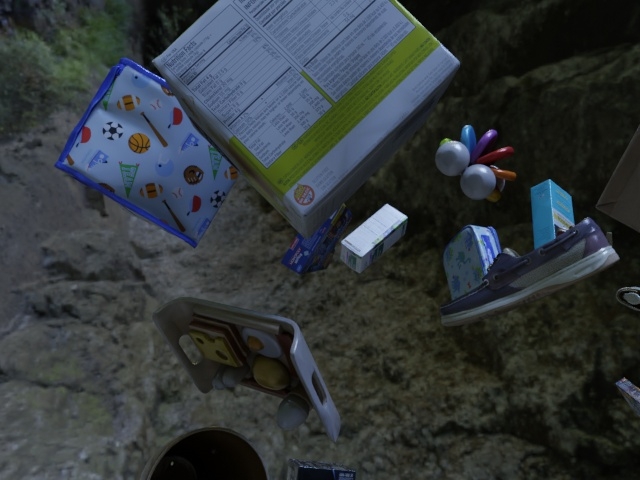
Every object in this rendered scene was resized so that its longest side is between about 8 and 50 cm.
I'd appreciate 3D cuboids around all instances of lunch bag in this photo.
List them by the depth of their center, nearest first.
[{"bbox_3d":[-0.421,-0.221,1.597,0.238,0.385,0.328,18,-102,56],"label":"lunch bag"},{"bbox_3d":[0.406,0.080,1.641,0.176,0.090,0.219,119,-30,-52],"label":"lunch bag"}]

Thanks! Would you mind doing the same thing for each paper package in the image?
[{"bbox_3d":[0.868,-0.176,1.514,0.168,0.324,0.310,42,-52,38],"label":"paper package"}]

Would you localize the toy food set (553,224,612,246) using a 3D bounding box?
[{"bbox_3d":[0.574,-0.013,1.382,0.078,0.122,0.019,57,49,-48],"label":"toy food set"}]

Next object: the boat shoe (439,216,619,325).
[{"bbox_3d":[0.311,0.054,0.991,0.102,0.285,0.093,6,60,-60],"label":"boat shoe"}]

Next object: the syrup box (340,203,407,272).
[{"bbox_3d":[0.176,-0.008,2.084,0.096,0.237,0.093,36,-31,25],"label":"syrup box"}]

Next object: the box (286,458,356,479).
[{"bbox_3d":[-0.003,0.612,1.610,0.180,0.147,0.078,132,-35,-73],"label":"box"}]

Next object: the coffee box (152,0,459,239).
[{"bbox_3d":[-0.024,-0.247,1.089,0.334,0.338,0.337,45,-5,3],"label":"coffee box"}]

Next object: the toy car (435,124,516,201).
[{"bbox_3d":[0.351,-0.178,1.390,0.182,0.136,0.159,46,23,14],"label":"toy car"}]

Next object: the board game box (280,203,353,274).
[{"bbox_3d":[0.000,0.000,1.527,0.194,0.060,0.194,-58,165,-3],"label":"board game box"}]

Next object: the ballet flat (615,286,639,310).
[{"bbox_3d":[0.621,0.123,1.159,0.168,0.052,0.057,15,-88,61],"label":"ballet flat"}]

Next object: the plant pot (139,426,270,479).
[{"bbox_3d":[-0.256,0.483,1.218,0.254,0.237,0.237,-26,-111,57],"label":"plant pot"}]

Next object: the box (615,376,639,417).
[{"bbox_3d":[0.696,0.361,1.345,0.094,0.027,0.137,54,3,-12],"label":"box"}]

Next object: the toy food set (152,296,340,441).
[{"bbox_3d":[-0.124,0.216,1.034,0.092,0.305,0.220,-53,136,-36],"label":"toy food set"}]

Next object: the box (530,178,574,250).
[{"bbox_3d":[0.586,-0.027,1.579,0.060,0.100,0.245,-31,-140,43],"label":"box"}]
